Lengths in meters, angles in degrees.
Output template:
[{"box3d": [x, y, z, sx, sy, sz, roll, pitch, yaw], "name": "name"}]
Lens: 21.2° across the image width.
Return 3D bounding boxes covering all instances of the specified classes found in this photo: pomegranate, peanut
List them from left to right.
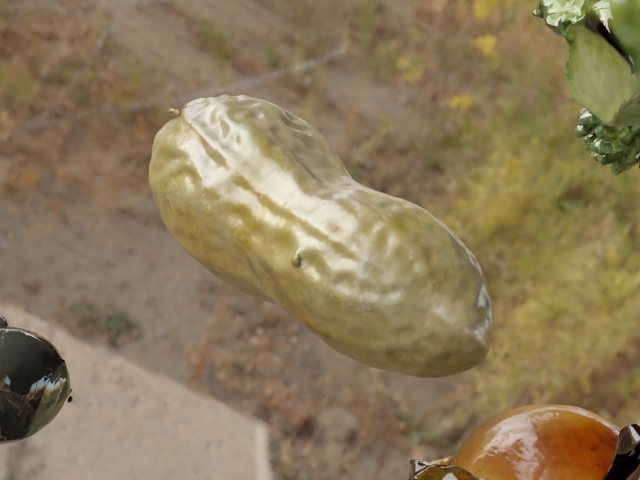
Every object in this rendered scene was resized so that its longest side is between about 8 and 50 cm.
[{"box3d": [0.000, 0.000, 1.270, 0.313, 0.149, 0.149, 30, 15, 32], "name": "peanut"}, {"box3d": [0.174, 0.231, 1.327, 0.209, 0.209, 0.209, 27, 19, -10], "name": "pomegranate"}]

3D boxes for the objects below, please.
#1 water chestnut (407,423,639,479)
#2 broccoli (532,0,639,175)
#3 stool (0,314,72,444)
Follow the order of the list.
[{"box3d": [0.164, 0.197, 0.719, 0.347, 0.335, 0.335, 39, 20, 19], "name": "water chestnut"}, {"box3d": [0.329, -0.153, 1.261, 0.317, 0.277, 0.338, -2, 37, -1], "name": "broccoli"}, {"box3d": [-0.244, 0.105, 0.906, 0.153, 0.228, 0.139, 95, -23, -66], "name": "stool"}]
